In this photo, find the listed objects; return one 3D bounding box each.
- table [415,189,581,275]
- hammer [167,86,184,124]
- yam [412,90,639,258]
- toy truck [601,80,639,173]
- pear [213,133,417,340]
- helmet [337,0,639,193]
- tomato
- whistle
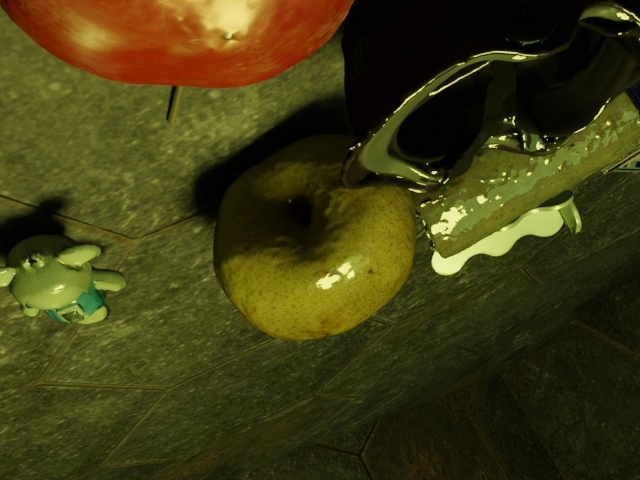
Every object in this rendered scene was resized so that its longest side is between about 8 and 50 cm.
[{"bbox_3d":[0.225,-0.050,1.177,0.198,0.167,0.166,-22,160,1],"label":"table"},{"bbox_3d":[-0.117,-0.128,0.717,0.035,0.019,0.110,-19,163,-25],"label":"hammer"},{"bbox_3d":[0.221,-0.106,1.020,0.268,0.161,0.161,-33,160,6],"label":"yam"},{"bbox_3d":[0.518,-0.173,1.314,0.267,0.124,0.155,-3,154,-47],"label":"toy truck"},{"bbox_3d":[0.000,0.000,0.923,0.228,0.188,0.211,-33,157,4],"label":"pear"},{"bbox_3d":[0.124,-0.167,0.713,0.305,0.177,0.225,-13,163,-25],"label":"helmet"},{"bbox_3d":[-0.069,-0.174,0.417,0.231,0.189,0.232,-25,157,-11],"label":"tomato"},{"bbox_3d":[-0.254,0.044,0.866,0.113,0.077,0.236,-18,165,-5],"label":"whistle"}]
